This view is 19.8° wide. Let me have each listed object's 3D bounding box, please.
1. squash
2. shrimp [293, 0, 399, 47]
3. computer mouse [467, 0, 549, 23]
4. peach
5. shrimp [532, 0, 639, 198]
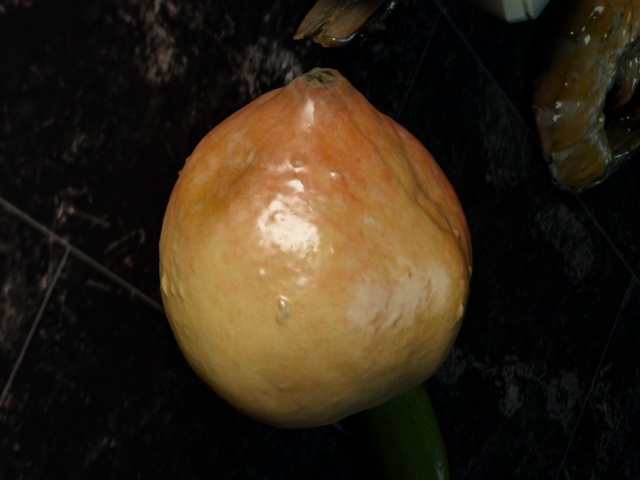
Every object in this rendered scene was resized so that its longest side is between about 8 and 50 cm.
[{"bbox_3d":[0.072,0.173,1.550,0.066,0.066,0.252,-57,148,-28],"label":"squash"},{"bbox_3d":[0.040,-0.252,1.282,0.253,0.058,0.173,-59,141,-31],"label":"shrimp"},{"bbox_3d":[0.166,-0.284,1.380,0.288,0.097,0.159,-67,153,-44],"label":"computer mouse"},{"bbox_3d":[0.000,0.000,1.186,0.232,0.233,0.232,-37,135,-48],"label":"peach"},{"bbox_3d":[0.332,-0.186,1.814,0.445,0.085,0.272,-24,131,-51],"label":"shrimp"}]
